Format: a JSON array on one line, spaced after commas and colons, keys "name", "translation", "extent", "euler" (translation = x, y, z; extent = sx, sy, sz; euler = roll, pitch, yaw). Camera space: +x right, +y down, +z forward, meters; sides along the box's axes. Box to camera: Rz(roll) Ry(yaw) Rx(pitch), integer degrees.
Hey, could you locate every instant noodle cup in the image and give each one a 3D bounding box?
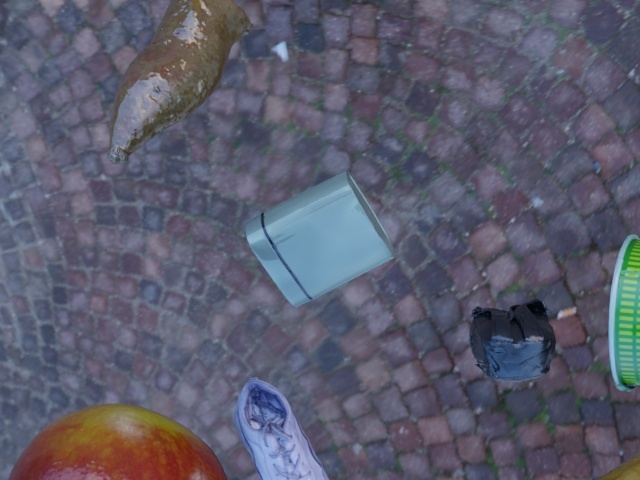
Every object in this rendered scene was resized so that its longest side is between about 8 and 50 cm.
[{"name": "instant noodle cup", "translation": [0.496, 0.102, 1.122], "extent": [0.233, 0.207, 0.207], "euler": [4, 107, 29]}]

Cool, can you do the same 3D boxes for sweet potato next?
[{"name": "sweet potato", "translation": [-0.224, -0.234, 1.351], "extent": [0.131, 0.336, 0.131], "euler": [20, 154, 10]}]

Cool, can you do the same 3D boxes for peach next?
[{"name": "peach", "translation": [-0.164, 0.233, 0.740], "extent": [0.190, 0.192, 0.190], "euler": [-8, 124, -12]}]

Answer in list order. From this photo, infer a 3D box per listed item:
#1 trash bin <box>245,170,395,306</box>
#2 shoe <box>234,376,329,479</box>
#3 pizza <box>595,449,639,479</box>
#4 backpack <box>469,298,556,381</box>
[{"name": "trash bin", "translation": [0.000, 0.000, 1.013], "extent": [0.130, 0.059, 0.116], "euler": [-27, 120, 12]}, {"name": "shoe", "translation": [-0.050, 0.298, 1.235], "extent": [0.095, 0.137, 0.245], "euler": [-24, 63, -10]}, {"name": "pizza", "translation": [0.221, 0.295, 0.697], "extent": [0.182, 0.365, 0.074], "euler": [56, 155, -9]}, {"name": "backpack", "translation": [0.267, 0.147, 1.263], "extent": [0.120, 0.165, 0.105], "euler": [-4, 101, 13]}]
